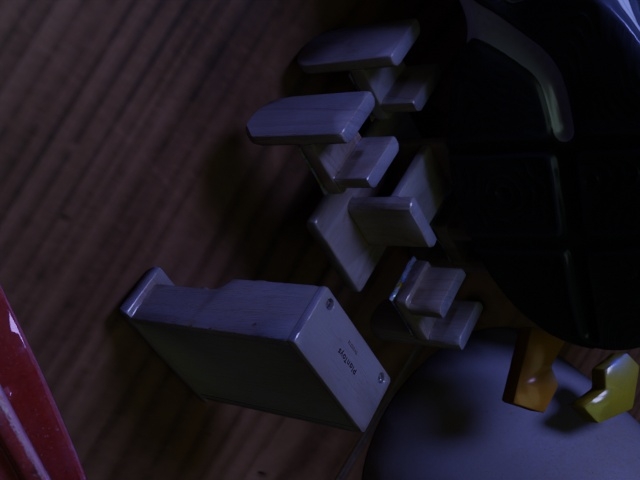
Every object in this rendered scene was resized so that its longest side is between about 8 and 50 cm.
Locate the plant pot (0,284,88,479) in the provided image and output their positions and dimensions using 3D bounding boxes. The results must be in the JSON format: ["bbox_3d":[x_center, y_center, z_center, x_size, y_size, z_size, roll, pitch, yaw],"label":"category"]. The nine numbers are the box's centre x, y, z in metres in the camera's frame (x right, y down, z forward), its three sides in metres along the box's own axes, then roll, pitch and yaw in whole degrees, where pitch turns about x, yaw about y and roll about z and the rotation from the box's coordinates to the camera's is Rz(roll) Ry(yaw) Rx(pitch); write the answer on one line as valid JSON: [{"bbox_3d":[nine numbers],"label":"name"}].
[{"bbox_3d":[-0.275,0.095,0.425,0.265,0.272,0.272,-26,121,-15],"label":"plant pot"}]

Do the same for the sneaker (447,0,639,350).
[{"bbox_3d":[0.207,-0.162,0.641,0.257,0.169,0.447,-33,114,-40],"label":"sneaker"}]

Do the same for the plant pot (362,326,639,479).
[{"bbox_3d":[0.219,0.246,0.795,0.257,0.274,0.256,-13,115,-30],"label":"plant pot"}]

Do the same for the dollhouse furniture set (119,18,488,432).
[{"bbox_3d":[0.000,0.000,0.667,0.242,0.161,0.212,-58,132,-31],"label":"dollhouse furniture set"}]

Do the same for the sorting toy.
[{"bbox_3d":[0.256,0.002,0.737,0.229,0.041,0.307,19,79,-17],"label":"sorting toy"}]
